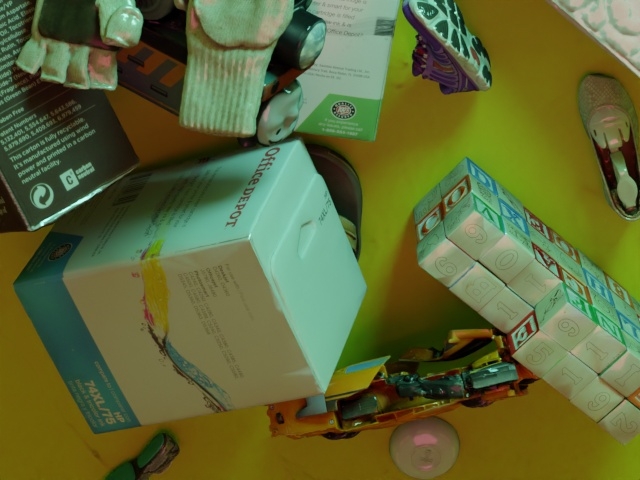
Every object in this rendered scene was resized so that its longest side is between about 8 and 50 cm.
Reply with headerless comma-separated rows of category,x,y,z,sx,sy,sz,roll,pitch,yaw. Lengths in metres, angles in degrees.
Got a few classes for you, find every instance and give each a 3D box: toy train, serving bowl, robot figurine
toy train,-0.147,-0.215,1.624,0.334,0.142,0.190,27,132,17
serving bowl,0.121,0.245,1.992,0.083,0.027,0.083,0,117,-1
robot figurine,0.096,0.155,1.858,0.291,0.211,0.085,-15,82,15

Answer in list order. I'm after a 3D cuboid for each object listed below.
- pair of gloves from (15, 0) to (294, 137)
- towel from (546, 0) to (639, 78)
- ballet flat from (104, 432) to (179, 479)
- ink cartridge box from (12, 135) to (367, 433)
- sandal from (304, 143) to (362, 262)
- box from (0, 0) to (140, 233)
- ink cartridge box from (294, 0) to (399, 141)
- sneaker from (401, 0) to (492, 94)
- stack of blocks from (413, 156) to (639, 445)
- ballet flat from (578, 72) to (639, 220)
pair of gloves,-0.139,-0.210,1.497,0.240,0.042,0.204,19,95,16
towel,0.328,-0.351,1.638,0.317,0.053,0.332,40,111,-8
ballet flat,-0.205,0.268,1.995,0.114,0.041,0.041,-41,111,19
ink cartridge box,-0.125,0.046,1.751,0.270,0.198,0.197,-12,118,24
sandal,0.000,0.000,1.842,0.090,0.060,0.219,0,118,-1
box,-0.341,-0.198,1.602,0.143,0.191,0.381,-35,107,-28
ink cartridge box,-0.007,-0.222,1.705,0.160,0.092,0.219,8,116,-4
sneaker,0.116,-0.188,1.713,0.071,0.068,0.170,-17,148,18
stack of blocks,0.237,0.063,1.817,0.297,0.171,0.087,38,111,-18
ballet flat,0.312,-0.096,1.800,0.057,0.052,0.168,-18,116,9
